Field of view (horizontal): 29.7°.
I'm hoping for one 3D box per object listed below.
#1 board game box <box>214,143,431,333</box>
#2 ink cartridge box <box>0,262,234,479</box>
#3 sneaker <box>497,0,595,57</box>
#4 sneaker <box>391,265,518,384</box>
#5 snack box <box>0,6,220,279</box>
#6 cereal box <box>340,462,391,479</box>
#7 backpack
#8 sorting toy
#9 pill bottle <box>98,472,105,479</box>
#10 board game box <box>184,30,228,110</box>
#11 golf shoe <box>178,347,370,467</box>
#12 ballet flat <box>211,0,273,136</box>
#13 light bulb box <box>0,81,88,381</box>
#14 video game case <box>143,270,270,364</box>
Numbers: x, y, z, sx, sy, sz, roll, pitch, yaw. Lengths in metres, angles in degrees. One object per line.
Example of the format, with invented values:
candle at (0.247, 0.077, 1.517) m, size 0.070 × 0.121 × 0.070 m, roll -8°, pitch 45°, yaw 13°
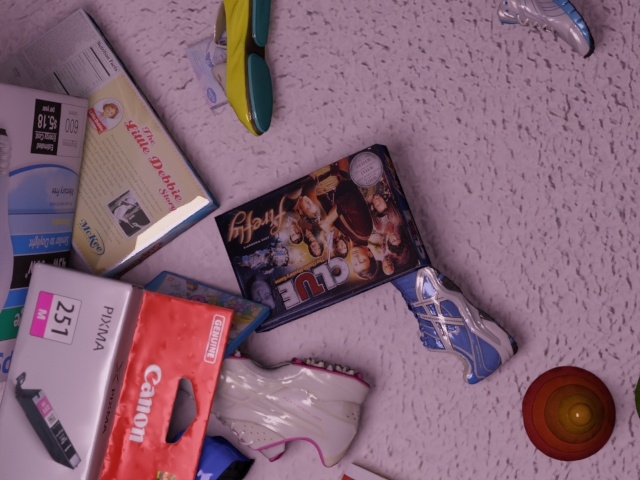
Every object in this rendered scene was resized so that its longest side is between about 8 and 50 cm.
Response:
board game box at (0.000, 0.000, 1.538) m, size 0.243 × 0.042 × 0.165 m, roll -24°, pitch 81°, yaw 21°
ink cartridge box at (-0.251, 0.185, 1.432) m, size 0.239 × 0.060 × 0.275 m, roll 12°, pitch 87°, yaw 11°
sneaker at (0.280, -0.301, 1.589) m, size 0.083 × 0.071 × 0.191 m, roll -40°, pitch 74°, yaw 5°
sneaker at (0.149, 0.095, 1.536) m, size 0.211 × 0.080 × 0.081 m, roll 41°, pitch 84°, yaw 9°
snack box at (-0.299, -0.125, 1.603) m, size 0.187 × 0.060 × 0.322 m, roll -34°, pitch 82°, yaw 1°
cereal box at (0.064, 0.421, 1.507) m, size 0.173 × 0.047 × 0.240 m, roll 23°, pitch 81°, yaw 9°
backpack at (-0.154, 0.289, 1.512) m, size 0.101 × 0.120 × 0.098 m, roll 33°, pitch 87°, yaw 8°
sorting toy at (0.435, 0.198, 1.482) m, size 0.365 × 0.126 × 0.127 m, roll -7°, pitch 82°, yaw 4°
pill bottle at (-0.291, 0.280, 1.522) m, size 0.123 × 0.123 × 0.219 m, roll -24°, pitch 82°, yaw 1°
board game box at (-0.124, -0.234, 1.625) m, size 0.090 × 0.020 × 0.090 m, roll -23°, pitch 82°, yaw -1°
golf shoe at (-0.096, 0.203, 1.526) m, size 0.306 × 0.115 × 0.140 m, roll 10°, pitch 88°, yaw 7°
ballet flat at (-0.105, -0.244, 1.586) m, size 0.077 × 0.077 × 0.231 m, roll -5°, pitch 79°, yaw 22°
light bulb box at (-0.464, -0.016, 1.416) m, size 0.225 × 0.358 × 0.361 m, roll 9°, pitch 95°, yaw 14°
video game case at (-0.165, 0.094, 1.526) m, size 0.166 × 0.119 × 0.015 m, roll 17°, pitch 127°, yaw 25°
